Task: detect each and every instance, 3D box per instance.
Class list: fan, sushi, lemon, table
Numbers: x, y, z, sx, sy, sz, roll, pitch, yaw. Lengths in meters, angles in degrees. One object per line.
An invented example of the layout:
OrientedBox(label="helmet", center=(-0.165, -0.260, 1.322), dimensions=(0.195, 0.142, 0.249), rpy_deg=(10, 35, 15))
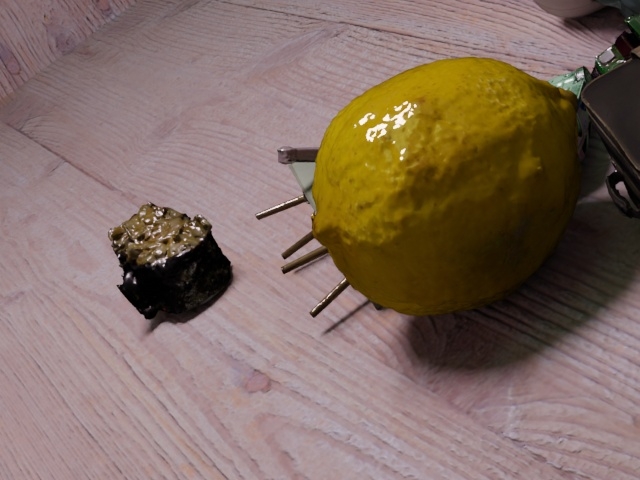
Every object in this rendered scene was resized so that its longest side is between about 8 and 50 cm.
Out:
OrientedBox(label="fan", center=(0.058, -0.108, 1.822), dimensions=(0.282, 0.023, 0.057), rpy_deg=(-5, 20, -44))
OrientedBox(label="sushi", center=(-0.221, 0.026, 1.991), dimensions=(0.147, 0.115, 0.212), rpy_deg=(-38, 26, -12))
OrientedBox(label="lemon", center=(0.140, -0.060, 1.542), dimensions=(0.322, 0.268, 0.268), rpy_deg=(-21, 23, -7))
OrientedBox(label="table", center=(0.000, 0.000, 1.766), dimensions=(0.111, 0.121, 0.240), rpy_deg=(-32, 24, 1))

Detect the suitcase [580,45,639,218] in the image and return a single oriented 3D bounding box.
OrientedBox(label="suitcase", center=(0.472, -0.146, 1.390), dimensions=(0.434, 0.194, 0.283), rpy_deg=(-31, 25, 8))

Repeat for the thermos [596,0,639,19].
OrientedBox(label="thermos", center=(0.441, -0.350, 1.778), dimensions=(0.182, 0.145, 0.286), rpy_deg=(1, -13, 4))

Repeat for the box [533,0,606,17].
OrientedBox(label="box", center=(0.380, -0.438, 1.912), dimensions=(0.288, 0.349, 0.141), rpy_deg=(-29, 67, 11))

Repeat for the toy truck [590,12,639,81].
OrientedBox(label="toy truck", center=(0.434, -0.220, 1.654), dimensions=(0.259, 0.121, 0.088), rpy_deg=(-29, 24, 9))

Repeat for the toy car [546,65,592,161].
OrientedBox(label="toy car", center=(0.281, -0.135, 1.737), dimensions=(0.090, 0.076, 0.224), rpy_deg=(-22, 19, 26))
